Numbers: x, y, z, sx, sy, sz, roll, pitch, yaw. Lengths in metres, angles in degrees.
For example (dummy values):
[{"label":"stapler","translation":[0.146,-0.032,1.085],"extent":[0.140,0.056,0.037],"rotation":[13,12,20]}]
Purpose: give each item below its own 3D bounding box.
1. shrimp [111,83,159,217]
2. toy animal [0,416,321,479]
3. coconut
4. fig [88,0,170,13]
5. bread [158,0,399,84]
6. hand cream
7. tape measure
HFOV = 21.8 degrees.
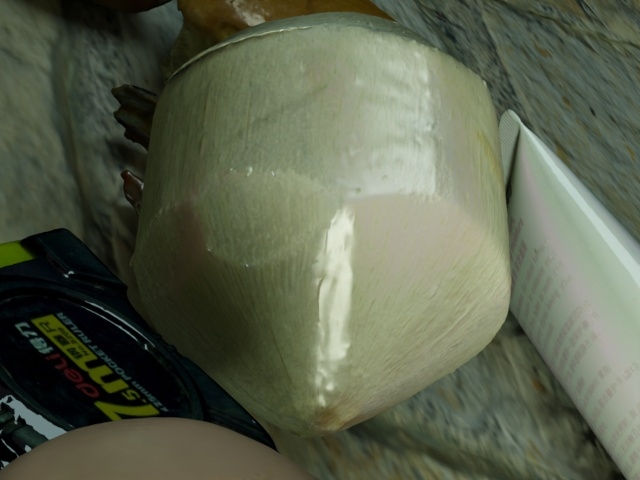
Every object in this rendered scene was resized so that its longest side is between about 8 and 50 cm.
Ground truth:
[{"label":"shrimp","translation":[-0.064,-0.026,1.041],"extent":[0.187,0.051,0.132],"rotation":[40,26,-3]},{"label":"toy animal","translation":[-0.036,0.206,0.503],"extent":[0.269,0.237,0.326],"rotation":[-1,53,-54]},{"label":"coconut","translation":[0.000,0.000,0.916],"extent":[0.224,0.224,0.234],"rotation":[17,61,-36]},{"label":"fig","translation":[-0.179,-0.262,1.211],"extent":[0.159,0.159,0.257],"rotation":[10,17,-44]},{"label":"bread","translation":[0.004,-0.107,1.181],"extent":[0.245,0.121,0.174],"rotation":[41,25,1]},{"label":"hand cream","translation":[0.218,0.085,1.125],"extent":[0.118,0.185,0.358],"rotation":[-28,66,-16]},{"label":"tape measure","translation":[-0.129,0.085,0.724],"extent":[0.199,0.112,0.186],"rotation":[40,19,16]}]
